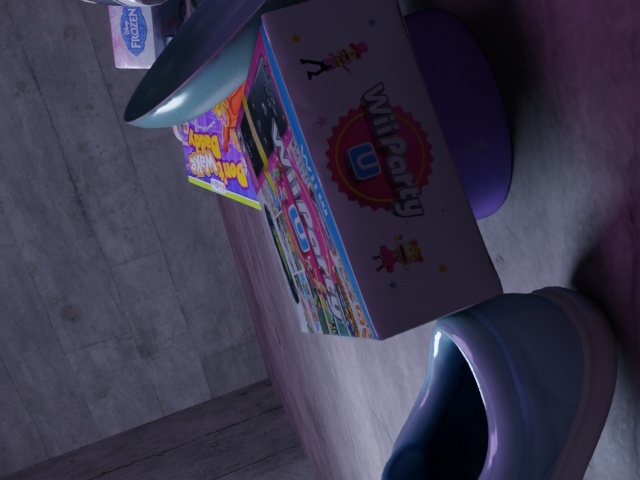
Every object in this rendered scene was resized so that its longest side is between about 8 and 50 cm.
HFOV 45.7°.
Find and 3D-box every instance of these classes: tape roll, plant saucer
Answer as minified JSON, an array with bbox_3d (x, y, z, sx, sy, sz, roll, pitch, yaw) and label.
[{"bbox_3d":[0.081,-0.097,0.657,0.189,0.080,0.188,161,90,-78],"label":"tape roll"},{"bbox_3d":[-0.065,-0.219,0.709,0.044,0.317,0.317,41,-179,-23],"label":"plant saucer"}]

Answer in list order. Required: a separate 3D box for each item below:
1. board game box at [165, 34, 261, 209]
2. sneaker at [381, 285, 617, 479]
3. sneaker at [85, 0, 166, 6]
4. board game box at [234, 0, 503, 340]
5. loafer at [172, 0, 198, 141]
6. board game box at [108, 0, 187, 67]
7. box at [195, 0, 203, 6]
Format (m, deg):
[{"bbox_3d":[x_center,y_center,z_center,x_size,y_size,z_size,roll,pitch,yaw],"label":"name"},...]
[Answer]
[{"bbox_3d":[-0.097,-0.173,1.070,0.347,0.078,0.233,22,124,53],"label":"board game box"},{"bbox_3d":[0.100,0.208,0.571,0.135,0.150,0.365,27,112,62],"label":"sneaker"},{"bbox_3d":[-0.118,-0.313,0.655,0.128,0.321,0.126,13,137,31],"label":"sneaker"},{"bbox_3d":[0.014,-0.041,0.624,0.303,0.098,0.223,151,99,-77],"label":"board game box"},{"bbox_3d":[-0.184,-0.316,1.295,0.111,0.112,0.319,24,-102,-78],"label":"loafer"},{"bbox_3d":[-0.269,-0.460,1.174,0.318,0.066,0.317,-91,1,-64],"label":"board game box"},{"bbox_3d":[-0.105,-0.374,0.930,0.244,0.060,0.100,1,120,60],"label":"box"}]
